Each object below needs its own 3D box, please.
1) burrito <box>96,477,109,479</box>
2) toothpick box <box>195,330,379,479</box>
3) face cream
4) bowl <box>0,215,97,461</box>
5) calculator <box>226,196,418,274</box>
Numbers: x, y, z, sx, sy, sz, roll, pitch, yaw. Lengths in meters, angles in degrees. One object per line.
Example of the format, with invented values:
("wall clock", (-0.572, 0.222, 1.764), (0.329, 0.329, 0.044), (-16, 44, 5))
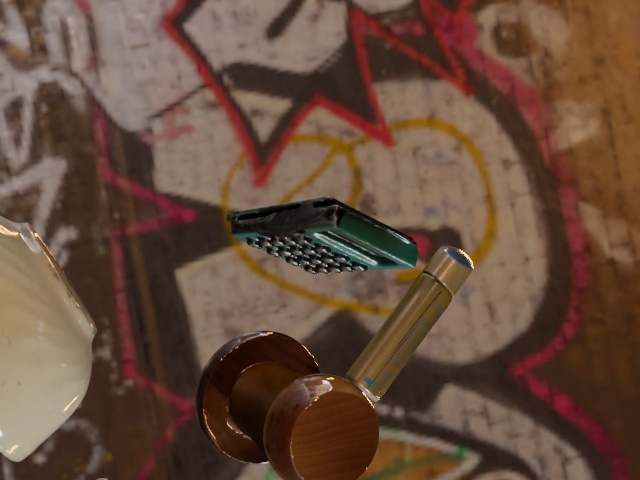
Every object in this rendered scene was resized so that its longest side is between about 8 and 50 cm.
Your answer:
("burrito", (-0.436, 0.419, 2.112), (0.060, 0.225, 0.087), (-91, 170, -59))
("toothpick box", (-0.046, 0.233, 1.814), (0.294, 0.192, 0.192), (15, -62, 61))
("face cream", (0.148, 0.128, 2.154), (0.067, 0.285, 0.139), (36, -6, 12))
("bowl", (-0.322, 0.075, 1.357), (0.277, 0.145, 0.277), (57, -8, 13))
("calculator", (0.000, 0.000, 2.269), (0.248, 0.274, 0.058), (27, 67, -43))
